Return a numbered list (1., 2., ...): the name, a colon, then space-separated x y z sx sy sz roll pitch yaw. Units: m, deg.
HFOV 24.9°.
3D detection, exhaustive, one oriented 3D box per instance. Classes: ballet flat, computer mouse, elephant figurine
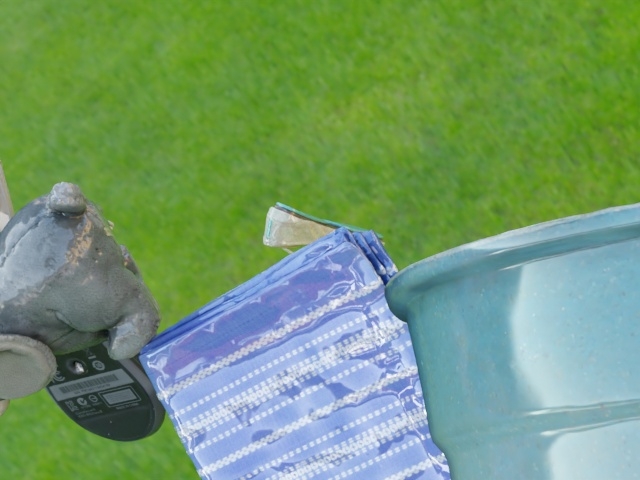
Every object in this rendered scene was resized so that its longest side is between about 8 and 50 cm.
1. ballet flat: 0.000 0.000 1.551 0.057 0.168 0.052 22 94 47
2. computer mouse: -0.227 0.077 1.378 0.188 0.272 0.072 -12 34 25
3. elephant figurine: -0.261 0.072 1.175 0.239 0.186 0.169 -30 16 -3

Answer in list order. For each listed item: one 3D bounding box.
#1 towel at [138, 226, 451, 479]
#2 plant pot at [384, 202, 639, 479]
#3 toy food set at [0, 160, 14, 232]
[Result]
1. towel: 0.013 0.183 1.155 0.243 0.336 0.040 -29 -4 24
2. plant pot: 0.215 0.170 0.720 0.341 0.341 0.334 -12 75 33
3. toy food set: -0.399 -0.102 1.222 0.219 0.306 0.092 -3 20 22
